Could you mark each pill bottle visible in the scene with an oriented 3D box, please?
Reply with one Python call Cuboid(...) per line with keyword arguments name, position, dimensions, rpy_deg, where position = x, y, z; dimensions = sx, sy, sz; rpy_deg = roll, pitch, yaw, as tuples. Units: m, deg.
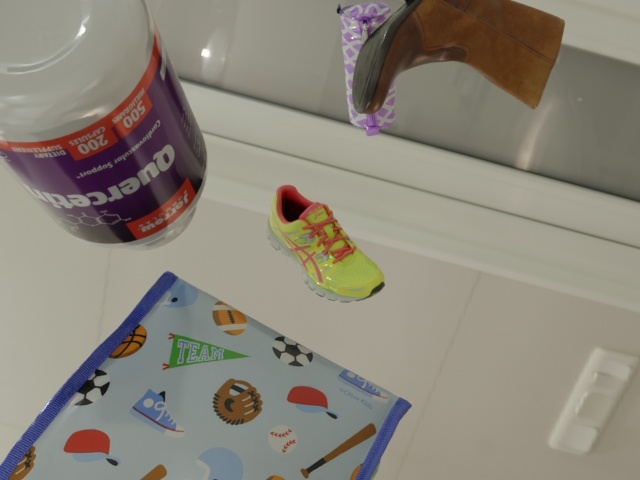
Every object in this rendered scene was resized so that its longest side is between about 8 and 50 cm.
Cuboid(name="pill bottle", position=(-0.213, -0.107, 0.744), dimensions=(0.323, 0.181, 0.181), rpy_deg=(78, -156, -66))

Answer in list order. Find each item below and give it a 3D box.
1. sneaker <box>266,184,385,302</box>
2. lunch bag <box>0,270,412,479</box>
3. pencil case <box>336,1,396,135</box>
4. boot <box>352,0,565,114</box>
Cuboid(name="sneaker", position=(0.000, 0.000, 0.999), dimensions=(0.081, 0.208, 0.094), rpy_deg=(-33, -37, -32))
Cuboid(name="lunch bag", position=(-0.141, 0.281, 0.794), dimensions=(0.385, 0.327, 0.239), rpy_deg=(-55, -15, -43))
Cuboid(name="pencil case", position=(0.080, -0.281, 1.247), dimensions=(0.088, 0.086, 0.206), rpy_deg=(-101, 2, -57))
Cuboid(name="boot", position=(0.206, -0.266, 1.160), dimensions=(0.264, 0.280, 0.096), rpy_deg=(-69, 19, -5))
